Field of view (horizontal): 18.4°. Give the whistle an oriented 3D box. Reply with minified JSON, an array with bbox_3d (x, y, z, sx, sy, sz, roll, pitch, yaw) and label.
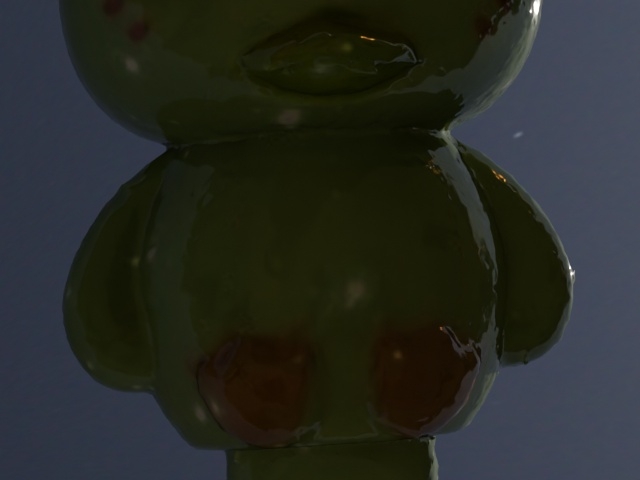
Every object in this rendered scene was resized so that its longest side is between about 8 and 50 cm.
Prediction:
[{"bbox_3d":[0.001,-0.004,0.520,0.141,0.141,0.294,-1,-105,-19],"label":"whistle"}]
